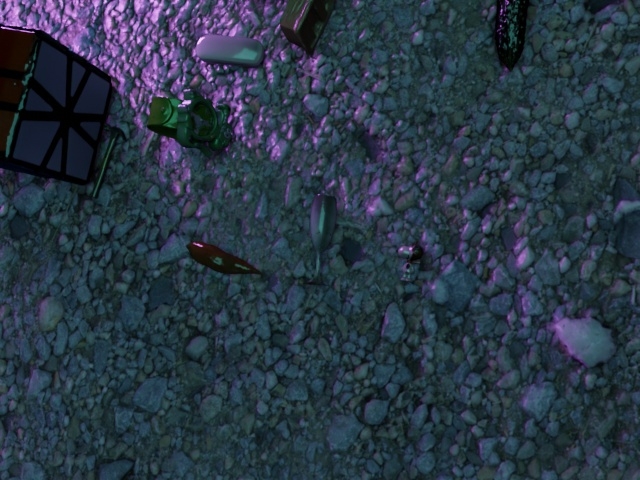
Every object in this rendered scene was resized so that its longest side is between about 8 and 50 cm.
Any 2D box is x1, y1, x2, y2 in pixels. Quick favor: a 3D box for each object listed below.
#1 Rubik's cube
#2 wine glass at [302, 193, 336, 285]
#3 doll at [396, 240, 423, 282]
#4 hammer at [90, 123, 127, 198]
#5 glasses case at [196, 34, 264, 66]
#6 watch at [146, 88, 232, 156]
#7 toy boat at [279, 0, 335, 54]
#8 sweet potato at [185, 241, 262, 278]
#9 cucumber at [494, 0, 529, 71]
[{"bbox_3d":[-0.683,-0.302,1.222,0.283,0.288,0.293,15,89,12],"label":"Rubik's cube"},{"bbox_3d":[0.000,0.000,1.188,0.066,0.066,0.198,5,84,10],"label":"wine glass"},{"bbox_3d":[0.193,0.047,1.159,0.058,0.040,0.085,-11,79,22],"label":"doll"},{"bbox_3d":[-0.520,-0.189,1.318,0.062,0.017,0.182,17,90,11],"label":"hammer"},{"bbox_3d":[-0.212,-0.445,1.273,0.164,0.041,0.063,8,88,10],"label":"glasses case"},{"bbox_3d":[-0.305,-0.262,1.238,0.152,0.165,0.131,6,87,35],"label":"watch"},{"bbox_3d":[-0.020,-0.527,1.211,0.061,0.116,0.188,26,89,17],"label":"toy boat"},{"bbox_3d":[-0.218,0.049,1.225,0.195,0.056,0.056,21,89,6],"label":"sweet potato"},{"bbox_3d":[0.412,-0.509,1.154,0.072,0.072,0.300,7,86,11],"label":"cucumber"}]
